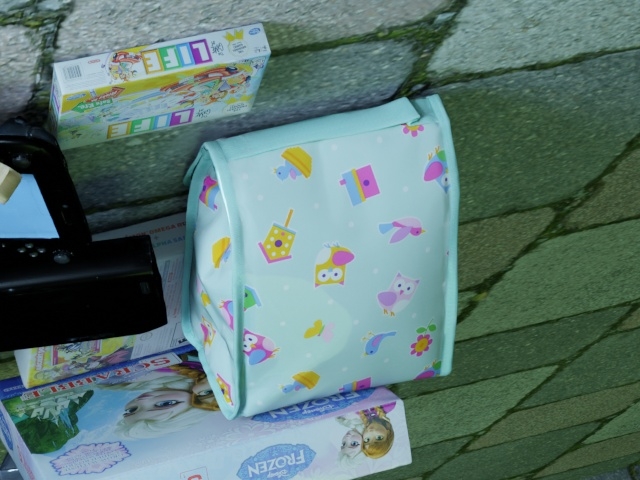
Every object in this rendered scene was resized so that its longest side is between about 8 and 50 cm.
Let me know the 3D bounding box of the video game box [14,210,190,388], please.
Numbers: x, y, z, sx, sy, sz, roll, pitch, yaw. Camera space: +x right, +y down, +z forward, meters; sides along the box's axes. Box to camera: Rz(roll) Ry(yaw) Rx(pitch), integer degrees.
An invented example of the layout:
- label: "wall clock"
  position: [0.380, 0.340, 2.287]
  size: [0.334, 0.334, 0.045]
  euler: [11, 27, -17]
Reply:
- label: "video game box"
  position: [-0.186, 0.054, 1.742]
  size: [0.187, 0.048, 0.205]
  euler: [-17, 155, -21]

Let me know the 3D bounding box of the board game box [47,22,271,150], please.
- label: "board game box"
  position: [-0.119, -0.111, 1.376]
  size: [0.154, 0.026, 0.103]
  euler: [-13, 163, -15]

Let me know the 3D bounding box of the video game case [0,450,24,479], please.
- label: "video game case"
  position: [-0.167, 0.182, 1.876]
  size: [0.274, 0.026, 0.196]
  euler: [-9, -164, 5]

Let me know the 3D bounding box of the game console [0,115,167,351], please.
- label: "game console"
  position: [-0.245, 0.003, 1.480]
  size: [0.213, 0.044, 0.361]
  euler: [-8, 154, -1]

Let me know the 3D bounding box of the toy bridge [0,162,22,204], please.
- label: "toy bridge"
  position: [-0.280, -0.080, 1.250]
  size: [0.188, 0.063, 0.026]
  euler: [35, 83, -49]

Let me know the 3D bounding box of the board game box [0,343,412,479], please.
- label: "board game box"
  position: [-0.120, 0.166, 1.742]
  size: [0.318, 0.066, 0.318]
  euler: [-14, -163, -17]

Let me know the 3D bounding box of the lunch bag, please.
- label: "lunch bag"
  position: [0.000, 0.000, 1.616]
  size: [0.223, 0.160, 0.262]
  euler: [-12, 128, -17]
